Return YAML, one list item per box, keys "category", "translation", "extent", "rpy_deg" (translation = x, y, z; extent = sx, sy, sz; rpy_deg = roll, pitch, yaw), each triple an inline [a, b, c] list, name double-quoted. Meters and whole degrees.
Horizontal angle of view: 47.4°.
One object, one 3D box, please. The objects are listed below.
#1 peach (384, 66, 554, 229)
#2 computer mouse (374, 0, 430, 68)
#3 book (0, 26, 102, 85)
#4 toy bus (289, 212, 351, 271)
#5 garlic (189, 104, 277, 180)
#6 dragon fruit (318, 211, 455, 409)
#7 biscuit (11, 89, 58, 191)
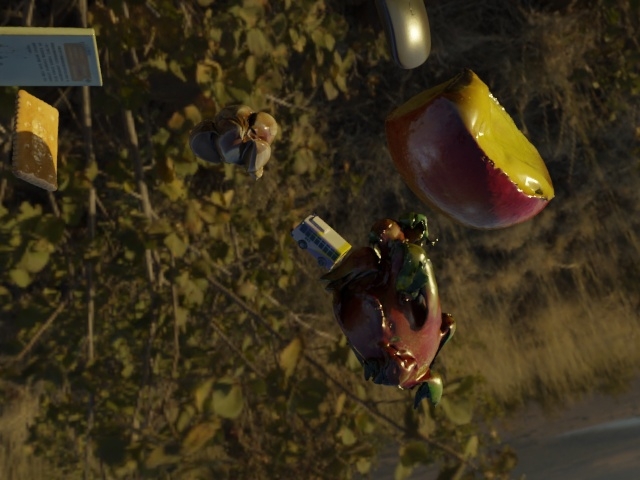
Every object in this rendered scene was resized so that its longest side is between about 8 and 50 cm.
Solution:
- category: "peach"
  translation: [0.276, -0.166, 1.440]
  extent: [0.242, 0.306, 0.380]
  rpy_deg: [-27, 129, 27]
- category: "computer mouse"
  translation: [0.171, -0.479, 1.536]
  extent: [0.120, 0.232, 0.057]
  rpy_deg: [-24, -168, -38]
- category: "book"
  translation: [-0.563, -0.335, 1.346]
  extent: [0.295, 0.020, 0.208]
  rpy_deg: [-3, 166, -14]
- category: "toy bus"
  translation: [0.000, 0.000, 1.325]
  extent: [0.058, 0.102, 0.052]
  rpy_deg: [-52, 172, 33]
- category: "garlic"
  translation: [-0.220, -0.276, 1.898]
  extent: [0.214, 0.160, 0.191]
  rpy_deg: [22, 150, 4]
- category: "dragon fruit"
  translation: [0.067, 0.063, 0.698]
  extent: [0.142, 0.138, 0.175]
  rpy_deg: [13, 110, -10]
- category: "biscuit"
  translation: [-0.763, -0.268, 1.965]
  extent: [0.030, 0.250, 0.160]
  rpy_deg: [-10, 162, 19]
